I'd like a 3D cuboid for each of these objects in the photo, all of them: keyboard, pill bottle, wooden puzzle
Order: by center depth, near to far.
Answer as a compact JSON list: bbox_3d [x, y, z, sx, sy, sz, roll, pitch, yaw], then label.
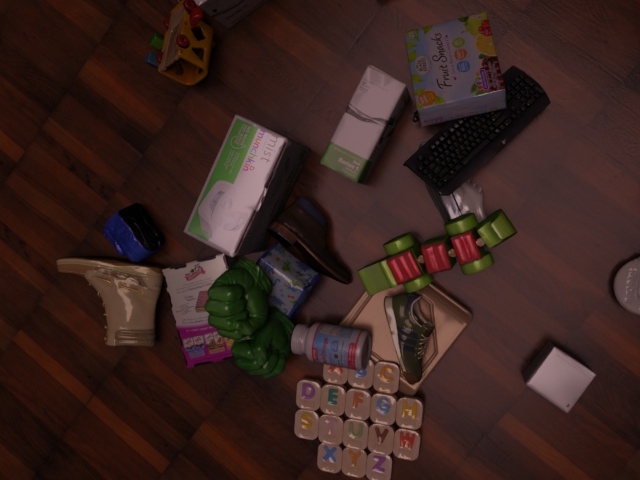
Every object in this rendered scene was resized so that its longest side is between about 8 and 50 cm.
[{"bbox_3d":[0.294,-0.248,1.418,0.317,0.033,0.201,-42,64,-10],"label":"keyboard"},{"bbox_3d":[0.023,0.222,1.486,0.160,0.087,0.087,7,93,19],"label":"pill bottle"},{"bbox_3d":[0.175,0.186,1.510,0.221,0.044,0.238,37,103,8],"label":"wooden puzzle"}]

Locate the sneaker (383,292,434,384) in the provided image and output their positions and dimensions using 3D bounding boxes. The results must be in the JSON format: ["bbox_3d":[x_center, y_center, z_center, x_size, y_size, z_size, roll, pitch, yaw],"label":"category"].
[{"bbox_3d":[0.197,0.200,1.448,0.086,0.064,0.192,-17,89,20],"label":"sneaker"}]

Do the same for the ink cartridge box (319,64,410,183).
[{"bbox_3d":[0.097,-0.234,1.447,0.093,0.160,0.219,28,98,8],"label":"ink cartridge box"}]

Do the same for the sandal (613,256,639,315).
[{"bbox_3d":[0.792,0.055,1.354,0.416,0.102,0.169,-9,75,24],"label":"sandal"}]

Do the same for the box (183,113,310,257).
[{"bbox_3d":[-0.145,-0.108,1.466,0.127,0.231,0.262,27,98,9],"label":"box"}]

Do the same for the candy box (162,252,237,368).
[{"bbox_3d":[-0.248,0.156,1.577,0.159,0.071,0.233,-14,90,12],"label":"candy box"}]

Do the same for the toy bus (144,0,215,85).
[{"bbox_3d":[-0.288,-0.446,1.545,0.202,0.104,0.191,-57,37,13],"label":"toy bus"}]

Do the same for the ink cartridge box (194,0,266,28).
[{"bbox_3d":[-0.188,-0.544,1.473,0.148,0.203,0.086,-32,88,11],"label":"ink cartridge box"}]

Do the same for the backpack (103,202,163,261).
[{"bbox_3d":[-0.425,-0.010,1.598,0.101,0.098,0.120,-38,93,31],"label":"backpack"}]

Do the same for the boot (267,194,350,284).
[{"bbox_3d":[0.000,0.000,1.512,0.219,0.082,0.106,39,75,-16],"label":"boot"}]

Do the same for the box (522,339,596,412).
[{"bbox_3d":[0.485,0.276,1.423,0.101,0.087,0.102,35,98,8],"label":"box"}]

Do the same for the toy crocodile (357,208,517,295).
[{"bbox_3d":[0.227,0.030,1.390,0.341,0.105,0.115,-20,94,25],"label":"toy crocodile"}]

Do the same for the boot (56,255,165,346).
[{"bbox_3d":[-0.496,0.140,1.619,0.262,0.095,0.203,7,95,7],"label":"boot"}]

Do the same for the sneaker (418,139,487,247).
[{"bbox_3d":[0.288,-0.097,1.460,0.091,0.094,0.258,-25,92,-6],"label":"sneaker"}]

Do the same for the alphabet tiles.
[{"bbox_3d":[0.081,0.391,1.527,0.284,0.021,0.277,7,99,15],"label":"alphabet tiles"}]

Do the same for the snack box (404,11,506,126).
[{"bbox_3d":[0.270,-0.347,1.413,0.175,0.070,0.207,-10,61,12],"label":"snack box"}]

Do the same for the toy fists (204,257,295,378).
[{"bbox_3d":[-0.141,0.176,1.459,0.096,0.279,0.142,14,51,41],"label":"toy fists"}]

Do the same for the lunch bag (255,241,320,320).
[{"bbox_3d":[-0.091,0.102,1.534,0.129,0.096,0.151,37,128,8],"label":"lunch bag"}]
